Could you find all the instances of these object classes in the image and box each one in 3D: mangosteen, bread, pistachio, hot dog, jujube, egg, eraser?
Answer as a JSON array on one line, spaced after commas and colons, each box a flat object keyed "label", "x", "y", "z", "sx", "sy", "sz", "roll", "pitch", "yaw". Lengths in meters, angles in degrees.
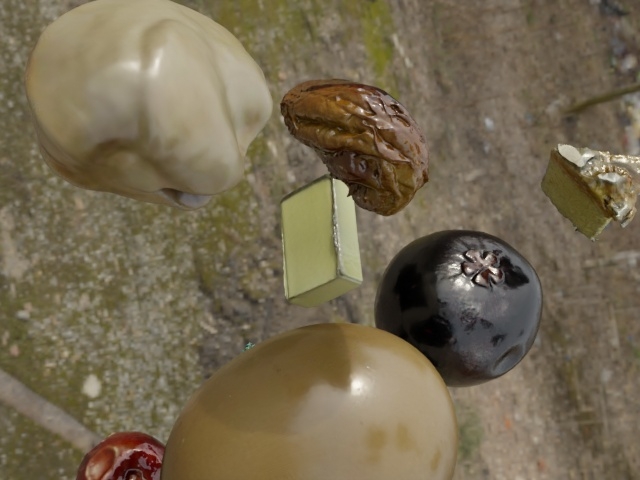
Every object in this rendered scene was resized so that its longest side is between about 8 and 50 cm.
[{"label": "mangosteen", "x": 0.211, "y": 0.128, "z": 1.592, "sx": 0.302, "sy": 0.275, "sz": 0.275, "roll": 107, "pitch": -2, "yaw": -48}, {"label": "bread", "x": 0.411, "y": -0.090, "z": 1.478, "sx": 0.127, "sy": 0.152, "sz": 0.147, "roll": -51, "pitch": 169, "yaw": -16}, {"label": "pistachio", "x": -0.257, "y": -0.216, "z": 1.529, "sx": 0.365, "sy": 0.281, "sz": 0.445, "roll": 56, "pitch": 39, "yaw": 1}, {"label": "hot dog", "x": 0.037, "y": -0.109, "z": 1.030, "sx": 0.160, "sy": 0.099, "sz": 0.227, "roll": 48, "pitch": 3, "yaw": -12}, {"label": "jujube", "x": -0.281, "y": 0.362, "z": 1.443, "sx": 0.230, "sy": 0.155, "sz": 0.155, "roll": 112, "pitch": -24, "yaw": -72}, {"label": "egg", "x": -0.014, "y": 0.262, "z": 1.197, "sx": 0.301, "sy": 0.374, "sz": 0.301, "roll": 60, "pitch": 9, "yaw": -16}, {"label": "eraser", "x": 0.000, "y": 0.000, "z": 1.430, "sx": 0.058, "sy": 0.117, "sz": 0.172, "roll": 21, "pitch": 53, "yaw": -41}]

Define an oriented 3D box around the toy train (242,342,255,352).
[{"label": "toy train", "x": -0.130, "y": 0.238, "z": 2.009, "sx": 0.092, "sy": 0.029, "sz": 0.045, "roll": 29, "pitch": 92, "yaw": -54}]
